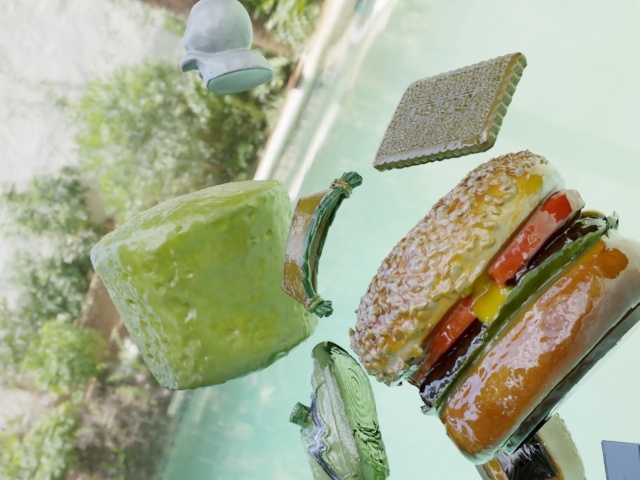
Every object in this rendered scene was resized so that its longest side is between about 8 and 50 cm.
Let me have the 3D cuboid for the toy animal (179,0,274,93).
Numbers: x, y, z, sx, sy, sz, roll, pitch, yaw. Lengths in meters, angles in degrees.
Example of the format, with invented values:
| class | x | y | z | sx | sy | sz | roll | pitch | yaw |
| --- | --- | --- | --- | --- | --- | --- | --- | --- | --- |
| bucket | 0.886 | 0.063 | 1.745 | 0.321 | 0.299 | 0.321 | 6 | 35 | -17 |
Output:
| class | x | y | z | sx | sy | sz | roll | pitch | yaw |
| --- | --- | --- | --- | --- | --- | --- | --- | --- | --- |
| toy animal | -0.151 | -0.319 | 1.444 | 0.131 | 0.104 | 0.220 | -17 | 87 | 37 |

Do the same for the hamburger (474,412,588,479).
| class | x | y | z | sx | sy | sz | roll | pitch | yaw |
| --- | --- | --- | --- | --- | --- | --- | --- | --- | --- |
| hamburger | 0.354 | 0.374 | 1.759 | 0.173 | 0.210 | 0.116 | -35 | -18 | 12 |

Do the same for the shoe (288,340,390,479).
| class | x | y | z | sx | sy | sz | roll | pitch | yaw |
| --- | --- | --- | --- | --- | --- | --- | --- | --- | --- |
| shoe | 0.024 | 0.284 | 1.643 | 0.140 | 0.128 | 0.262 | 54 | -166 | -61 |

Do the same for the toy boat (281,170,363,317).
| class | x | y | z | sx | sy | sz | roll | pitch | yaw |
| --- | --- | --- | --- | --- | --- | --- | --- | --- | --- |
| toy boat | 0.000 | 0.000 | 1.511 | 0.089 | 0.088 | 0.229 | 67 | -147 | -73 |

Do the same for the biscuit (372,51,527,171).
| class | x | y | z | sx | sy | sz | roll | pitch | yaw |
| --- | --- | --- | --- | --- | --- | --- | --- | --- | --- |
| biscuit | 0.183 | -0.188 | 1.522 | 0.254 | 0.029 | 0.172 | -8 | 52 | 53 |

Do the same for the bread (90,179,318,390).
| class | x | y | z | sx | sy | sz | roll | pitch | yaw |
| --- | --- | --- | --- | --- | --- | --- | --- | --- | --- |
| bread | -0.176 | 0.069 | 1.720 | 0.348 | 0.348 | 0.307 | -177 | 63 | -83 |

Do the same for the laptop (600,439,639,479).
| class | x | y | z | sx | sy | sz | roll | pitch | yaw |
| --- | --- | --- | --- | --- | --- | --- | --- | --- | --- |
| laptop | 0.702 | 0.550 | 2.367 | 0.129 | 0.016 | 0.180 | -12 | 86 | 59 |

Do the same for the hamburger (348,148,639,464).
| class | x | y | z | sx | sy | sz | roll | pitch | yaw |
| --- | --- | --- | --- | --- | --- | --- | --- | --- | --- |
| hamburger | 0.200 | 0.069 | 1.147 | 0.330 | 0.250 | 0.330 | -40 | -19 | -17 |
